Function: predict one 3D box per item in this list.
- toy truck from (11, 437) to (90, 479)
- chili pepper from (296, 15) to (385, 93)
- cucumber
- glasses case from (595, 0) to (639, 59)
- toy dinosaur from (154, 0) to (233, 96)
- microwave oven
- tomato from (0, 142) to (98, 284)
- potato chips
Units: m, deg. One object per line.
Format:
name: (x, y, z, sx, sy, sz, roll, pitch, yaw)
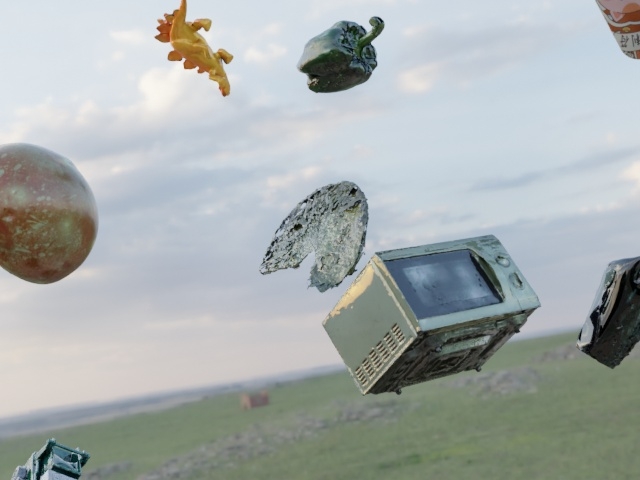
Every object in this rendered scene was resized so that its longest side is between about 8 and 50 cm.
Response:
toy truck: (-0.433, 0.399, 1.631, 0.110, 0.116, 0.216, 26, 6, -19)
chili pepper: (0.068, -0.462, 2.474, 0.261, 0.165, 0.174, -17, 9, 37)
cucumber: (0.462, 0.097, 1.553, 0.086, 0.193, 0.115, 18, 11, -30)
glasses case: (0.501, -0.426, 1.662, 0.103, 0.266, 0.067, -28, 15, 21)
toy dinosaur: (-0.237, -0.356, 1.778, 0.117, 0.070, 0.288, 8, -30, 29)
microwave oven: (0.135, 0.093, 1.201, 0.205, 0.129, 0.163, -8, -35, -37)
tomato: (-0.518, -0.058, 1.777, 0.270, 0.222, 0.270, 36, -2, 1)
potato chips: (-0.003, -0.003, 1.507, 0.029, 0.202, 0.220, 44, -1, -34)
